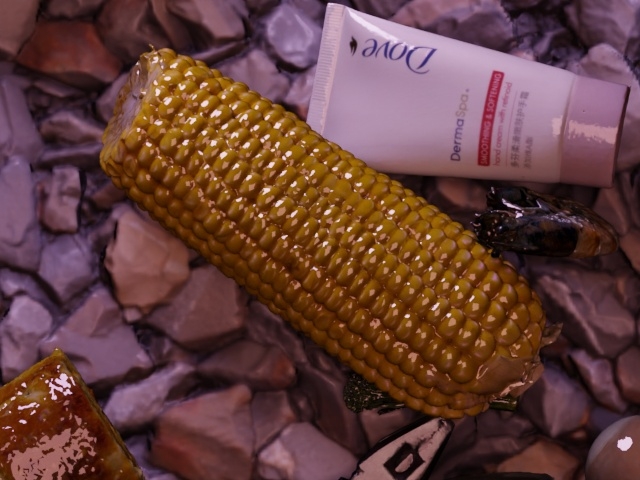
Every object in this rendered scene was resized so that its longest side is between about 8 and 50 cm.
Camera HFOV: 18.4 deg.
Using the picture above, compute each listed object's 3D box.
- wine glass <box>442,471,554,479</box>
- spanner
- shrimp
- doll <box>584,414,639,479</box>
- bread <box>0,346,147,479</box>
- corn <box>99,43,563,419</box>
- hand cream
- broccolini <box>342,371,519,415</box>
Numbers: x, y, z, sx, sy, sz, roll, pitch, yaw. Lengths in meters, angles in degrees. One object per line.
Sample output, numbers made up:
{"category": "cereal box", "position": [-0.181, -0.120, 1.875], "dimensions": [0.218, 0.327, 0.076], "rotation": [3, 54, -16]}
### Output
{"category": "wine glass", "position": [0.139, 0.298, 1.499], "dimensions": [0.103, 0.103, 0.231], "rotation": [-7, 92, -1]}
{"category": "spanner", "position": [-0.017, 0.249, 1.529], "dimensions": [0.325, 0.040, 0.095], "rotation": [-44, 91, 0]}
{"category": "shrimp", "position": [0.158, -0.013, 1.495], "dimensions": [0.091, 0.161, 0.034], "rotation": [40, 117, 39]}
{"category": "doll", "position": [0.292, 0.295, 1.461], "dimensions": [0.235, 0.174, 0.329], "rotation": [-1, 96, -35]}
{"category": "bread", "position": [-0.233, 0.182, 1.497], "dimensions": [0.172, 0.103, 0.132], "rotation": [-33, 96, -5]}
{"category": "corn", "position": [0.000, 0.000, 1.486], "dimensions": [0.387, 0.144, 0.144], "rotation": [32, 89, 0]}
{"category": "hand cream", "position": [0.112, -0.104, 1.525], "dimensions": [0.248, 0.083, 0.133], "rotation": [8, 88, 10]}
{"category": "broccolini", "position": [0.086, 0.127, 1.542], "dimensions": [0.140, 0.030, 0.035], "rotation": [7, 98, -5]}
